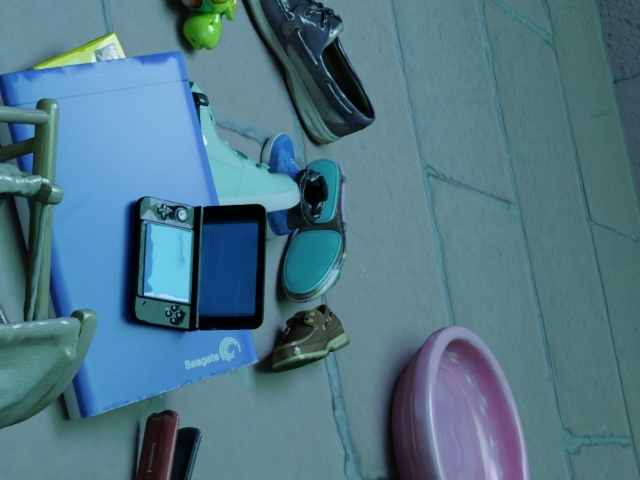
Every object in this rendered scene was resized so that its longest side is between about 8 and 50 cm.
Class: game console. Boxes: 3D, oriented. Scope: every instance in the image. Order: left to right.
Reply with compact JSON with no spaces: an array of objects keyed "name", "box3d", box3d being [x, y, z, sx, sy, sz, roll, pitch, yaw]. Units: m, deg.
[{"name":"game console","box3d":[-0.114,0.020,1.382,0.107,0.071,0.122,13,72,-40]}]

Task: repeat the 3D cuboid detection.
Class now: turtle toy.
[{"name":"turtle toy","box3d":[-0.134,-0.284,1.698,0.095,0.066,0.130,26,52,-87]}]

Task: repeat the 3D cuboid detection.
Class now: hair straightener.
[{"name":"hair straightener","box3d":[-0.141,0.282,1.408,0.089,0.047,0.230,43,41,-47]}]

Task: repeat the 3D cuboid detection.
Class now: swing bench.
[{"name":"swing bench","box3d":[-0.304,0.027,1.088,0.253,0.165,0.254,-2,79,-64]}]

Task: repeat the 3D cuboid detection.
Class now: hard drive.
[{"name":"hard drive","box3d":[-0.183,-0.012,1.404,0.210,0.040,0.318,-15,91,-42]}]

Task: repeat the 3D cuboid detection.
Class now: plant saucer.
[{"name":"plant saucer","box3d":[0.188,0.285,2.019,0.332,0.084,0.332,41,41,-49]}]

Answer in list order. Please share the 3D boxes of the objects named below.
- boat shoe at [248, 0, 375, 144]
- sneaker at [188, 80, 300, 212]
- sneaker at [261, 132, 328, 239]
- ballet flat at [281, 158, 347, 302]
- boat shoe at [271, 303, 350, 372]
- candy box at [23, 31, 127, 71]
[{"name":"boat shoe","box3d":[-0.012,-0.262,1.899,0.285,0.092,0.103,66,27,-17]},{"name":"sneaker","box3d":[-0.104,-0.100,1.619,0.256,0.094,0.151,-6,89,-61]},{"name":"sneaker","box3d":[-0.027,-0.074,1.780,0.058,0.085,0.152,51,35,-40]},{"name":"ballet flat","box3d":[0.000,0.000,1.823,0.079,0.077,0.221,74,17,-51]},{"name":"boat shoe","box3d":[-0.020,0.113,1.727,0.060,0.064,0.178,70,20,1]},{"name":"candy box","box3d":[-0.203,-0.092,1.451,0.105,0.027,0.205,-31,102,-35]}]
